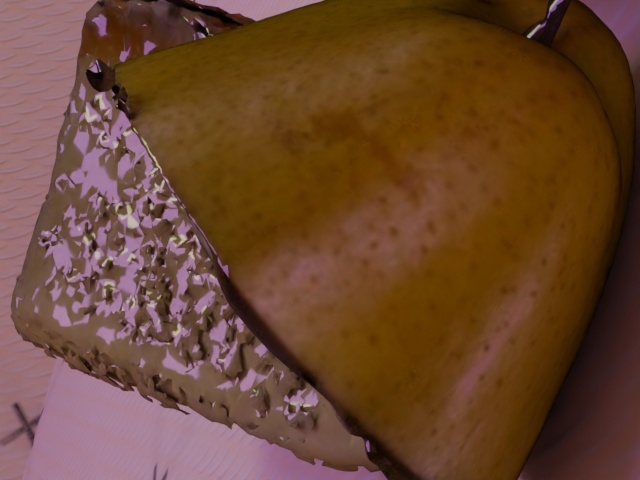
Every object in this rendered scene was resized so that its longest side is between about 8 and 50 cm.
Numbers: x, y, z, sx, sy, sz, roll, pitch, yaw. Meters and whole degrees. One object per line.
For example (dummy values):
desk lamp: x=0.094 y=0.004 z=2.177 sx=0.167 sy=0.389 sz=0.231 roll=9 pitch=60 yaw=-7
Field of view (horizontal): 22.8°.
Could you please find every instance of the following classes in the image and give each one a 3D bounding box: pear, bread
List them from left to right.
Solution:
bread: x=0.000 y=0.000 z=0.963 sx=0.279 sy=0.315 sz=0.248 roll=15 pitch=-85 yaw=-62
pear: x=0.050 y=-0.028 z=0.648 sx=0.178 sy=0.267 sz=0.267 roll=-39 pitch=20 yaw=5
